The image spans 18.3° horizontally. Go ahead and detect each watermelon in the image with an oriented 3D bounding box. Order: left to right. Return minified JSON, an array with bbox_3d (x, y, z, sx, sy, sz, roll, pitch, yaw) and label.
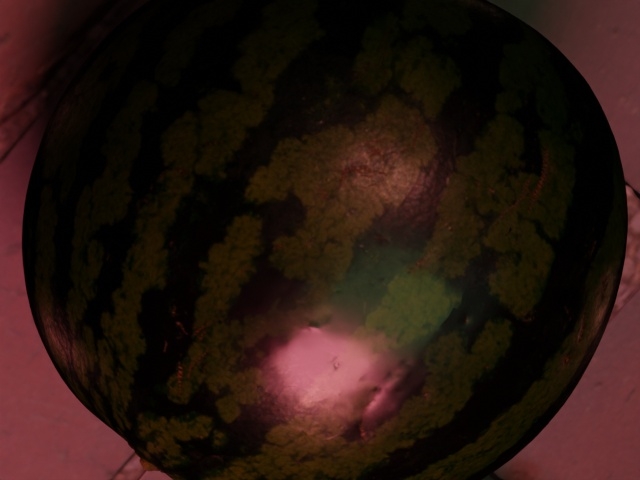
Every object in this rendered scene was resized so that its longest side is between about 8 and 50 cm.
[{"bbox_3d":[0.000,0.000,0.971,0.285,0.285,0.285,-11,121,-19],"label":"watermelon"}]
